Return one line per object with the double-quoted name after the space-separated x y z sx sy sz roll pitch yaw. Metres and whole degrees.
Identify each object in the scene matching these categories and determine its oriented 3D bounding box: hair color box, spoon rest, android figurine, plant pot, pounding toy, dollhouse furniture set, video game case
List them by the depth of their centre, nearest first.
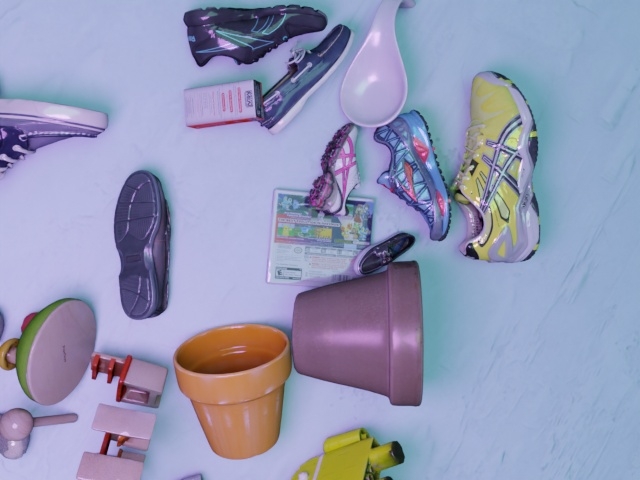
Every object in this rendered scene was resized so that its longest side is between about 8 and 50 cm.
-0.356 0.331 1.135 0.135 0.262 0.259 15 53 -10 "dollhouse furniture set"
-0.488 0.205 1.152 0.110 0.183 0.237 12 91 14 "pounding toy"
-0.147 0.276 1.203 0.205 0.205 0.188 -9 107 -12 "plant pot"
0.021 0.447 1.212 0.273 0.248 0.056 -27 109 28 "android figurine"
0.068 0.167 1.231 0.229 0.263 0.263 0 90 5 "plant pot"
-0.177 -0.249 1.233 0.141 0.043 0.072 -3 91 18 "hair color box"
0.118 -0.352 1.299 0.137 0.084 0.276 11 83 23 "spoon rest"
0.000 0.000 1.313 0.201 0.023 0.183 5 89 -11 "video game case"

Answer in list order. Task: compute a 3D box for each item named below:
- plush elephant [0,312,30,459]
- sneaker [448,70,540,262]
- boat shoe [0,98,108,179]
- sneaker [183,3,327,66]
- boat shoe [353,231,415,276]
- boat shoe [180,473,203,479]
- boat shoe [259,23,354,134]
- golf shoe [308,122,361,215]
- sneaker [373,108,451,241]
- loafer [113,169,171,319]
-0.659 0.258 1.051 0.330 0.255 0.272 -5 91 -12 "plush elephant"
0.334 -0.142 1.324 0.147 0.145 0.385 -8 90 -12 "sneaker"
-0.541 -0.161 1.157 0.340 0.127 0.158 3 96 -4 "boat shoe"
-0.118 -0.386 1.264 0.267 0.101 0.106 -5 104 -6 "sneaker"
0.126 0.024 1.314 0.142 0.040 0.049 -34 107 -24 "boat shoe"
-0.202 0.540 1.239 0.081 0.079 0.227 -25 92 -7 "boat shoe"
-0.037 -0.318 1.273 0.079 0.095 0.254 40 91 -20 "boat shoe"
0.042 -0.136 1.297 0.086 0.067 0.186 25 75 -22 "golf shoe"
0.175 -0.116 1.326 0.125 0.104 0.262 -17 87 3 "sneaker"
-0.317 0.009 1.228 0.096 0.084 0.267 -1 86 19 "loafer"
